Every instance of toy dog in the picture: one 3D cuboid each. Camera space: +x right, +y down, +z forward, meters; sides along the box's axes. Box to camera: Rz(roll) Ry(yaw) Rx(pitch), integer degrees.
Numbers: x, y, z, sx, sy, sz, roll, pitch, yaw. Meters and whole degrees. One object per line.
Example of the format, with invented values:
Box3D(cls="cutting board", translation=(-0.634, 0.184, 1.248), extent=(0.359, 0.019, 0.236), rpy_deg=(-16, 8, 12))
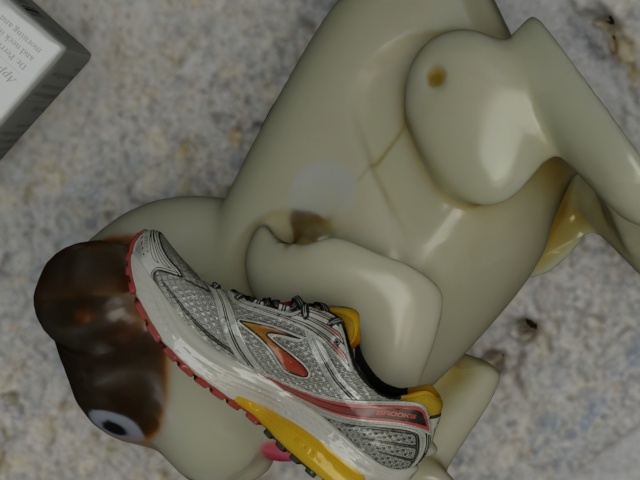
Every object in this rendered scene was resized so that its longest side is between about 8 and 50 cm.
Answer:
Box3D(cls="toy dog", translation=(0.000, 0.000, 1.321), extent=(0.408, 0.284, 0.395), rpy_deg=(-36, 79, 3))

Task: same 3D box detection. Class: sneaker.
Box3D(cls="sneaker", translation=(-0.023, 0.064, 1.169), extent=(0.225, 0.088, 0.093), rpy_deg=(37, 96, 1))

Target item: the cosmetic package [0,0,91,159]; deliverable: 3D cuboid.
Box3D(cls="cosmetic package", translation=(-0.286, -0.117, 1.371), extent=(0.151, 0.151, 0.184), rpy_deg=(43, 93, -2))
